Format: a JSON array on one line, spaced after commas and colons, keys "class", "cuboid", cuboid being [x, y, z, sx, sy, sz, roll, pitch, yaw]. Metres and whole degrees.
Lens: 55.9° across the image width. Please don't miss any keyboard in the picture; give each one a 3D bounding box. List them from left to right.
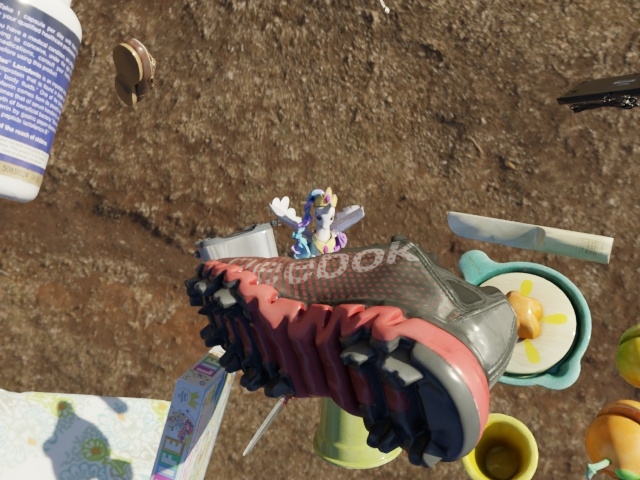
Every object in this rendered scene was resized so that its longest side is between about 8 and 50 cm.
[{"class": "keyboard", "cuboid": [0.718, -0.357, 1.464, 0.201, 0.317, 0.033, -33, 110, -22]}]

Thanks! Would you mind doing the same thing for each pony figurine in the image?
[{"class": "pony figurine", "cuboid": [0.000, 0.000, 1.830, 0.302, 0.351, 0.364, -1, 103, -8]}]

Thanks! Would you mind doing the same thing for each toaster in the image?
[{"class": "toaster", "cuboid": [-0.192, 0.044, 1.495, 0.227, 0.129, 0.146, -17, 97, -22]}]

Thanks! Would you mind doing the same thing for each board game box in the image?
[{"class": "board game box", "cuboid": [-0.120, 0.183, 0.560, 0.026, 0.103, 0.154, 19, 100, 7]}]

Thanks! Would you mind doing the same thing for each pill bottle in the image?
[{"class": "pill bottle", "cuboid": [-0.335, -0.183, 0.611, 0.153, 0.153, 0.265, 15, 86, -13]}]

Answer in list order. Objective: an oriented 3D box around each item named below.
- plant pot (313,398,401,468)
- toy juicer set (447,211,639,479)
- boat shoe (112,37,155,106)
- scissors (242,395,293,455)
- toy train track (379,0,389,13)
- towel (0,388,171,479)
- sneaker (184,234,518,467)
[{"class": "plant pot", "cuboid": [0.108, 0.483, 1.784, 0.276, 0.276, 0.254, -3, 104, -2]}, {"class": "toy juicer set", "cuboid": [0.238, 0.080, 0.606, 0.209, 0.329, 0.089, -8, 147, 17]}, {"class": "boat shoe", "cuboid": [-0.358, -0.337, 1.177, 0.073, 0.207, 0.073, -44, 97, -23]}, {"class": "scissors", "cuboid": [-0.063, 0.289, 1.165, 0.021, 0.297, 0.109, 20, 117, 24]}, {"class": "toy train track", "cuboid": [0.112, -0.453, 1.113, 0.048, 0.083, 0.014, 14, 140, -44]}, {"class": "towel", "cuboid": [-0.416, 0.418, 1.023, 0.374, 0.320, 0.090, 9, 131, -18]}, {"class": "sneaker", "cuboid": [0.015, 0.053, 0.431, 0.135, 0.276, 0.098, -34, 120, -36]}]
